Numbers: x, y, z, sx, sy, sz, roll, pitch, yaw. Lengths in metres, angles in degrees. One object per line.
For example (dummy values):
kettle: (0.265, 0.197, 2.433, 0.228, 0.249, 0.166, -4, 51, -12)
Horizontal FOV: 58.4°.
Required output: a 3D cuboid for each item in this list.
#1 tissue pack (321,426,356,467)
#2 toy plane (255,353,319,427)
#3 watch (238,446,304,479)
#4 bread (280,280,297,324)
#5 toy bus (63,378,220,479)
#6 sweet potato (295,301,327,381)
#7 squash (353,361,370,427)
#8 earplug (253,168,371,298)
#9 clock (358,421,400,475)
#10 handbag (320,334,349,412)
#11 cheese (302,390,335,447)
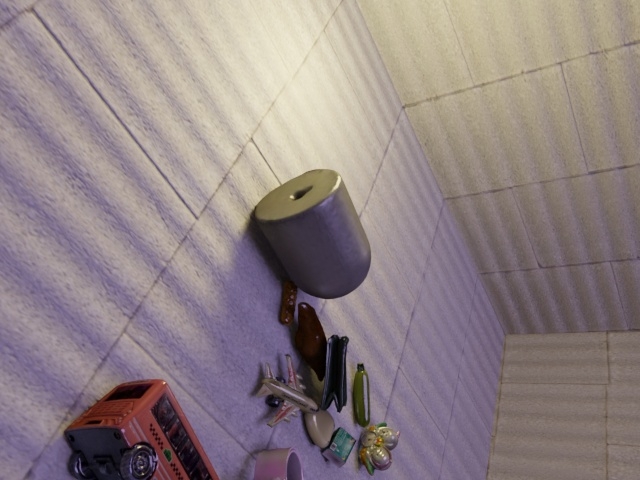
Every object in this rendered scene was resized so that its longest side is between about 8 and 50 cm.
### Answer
tissue pack: (0.063, 0.757, 2.087, 0.085, 0.079, 0.111, 40, 38, 1)
toy plane: (-0.102, 0.501, 1.849, 0.256, 0.104, 0.242, 47, 44, -37)
watch: (-0.141, 0.715, 1.702, 0.218, 0.210, 0.249, -81, 156, -55)
bread: (-0.107, 0.213, 1.960, 0.052, 0.044, 0.157, 28, 60, -45)
toy bus: (-0.380, 0.545, 1.321, 0.233, 0.203, 0.427, -49, 121, -56)
sweet potato: (-0.034, 0.344, 1.989, 0.112, 0.112, 0.359, -48, 132, -50)
squash: (0.165, 0.612, 2.279, 0.066, 0.066, 0.252, 14, 72, -56)
earplug: (0.000, 0.000, 1.922, 0.394, 0.312, 0.313, 63, 37, -28)
clock: (0.233, 0.822, 2.269, 0.103, 0.144, 0.231, 58, 40, -30)
handbag: (0.059, 0.466, 2.025, 0.247, 0.079, 0.260, 60, 36, -78)
cheese: (-0.029, 0.601, 1.993, 0.252, 0.054, 0.127, 62, 33, -27)
